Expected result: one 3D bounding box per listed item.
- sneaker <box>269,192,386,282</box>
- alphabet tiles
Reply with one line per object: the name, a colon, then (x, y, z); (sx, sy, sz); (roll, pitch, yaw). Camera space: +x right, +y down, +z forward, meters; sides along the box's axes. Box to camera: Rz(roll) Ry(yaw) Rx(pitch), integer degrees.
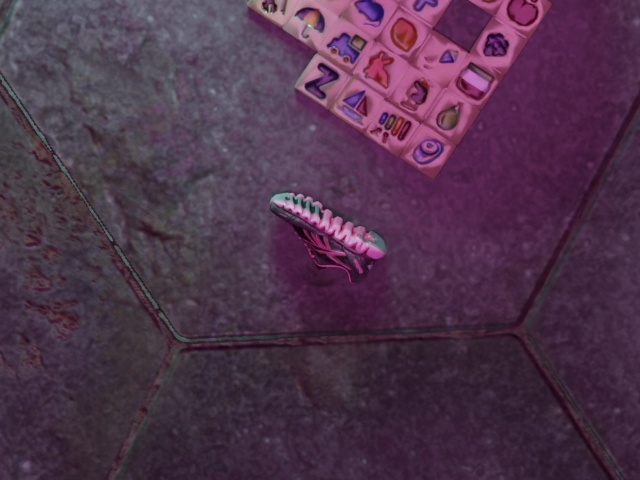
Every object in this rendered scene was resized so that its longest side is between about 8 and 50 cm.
sneaker: (0.000, 0.000, 1.748); (0.119, 0.047, 0.057); (30, 114, 1)
alphabet tiles: (0.061, -0.202, 1.717); (0.237, 0.009, 0.198); (34, 103, -1)
